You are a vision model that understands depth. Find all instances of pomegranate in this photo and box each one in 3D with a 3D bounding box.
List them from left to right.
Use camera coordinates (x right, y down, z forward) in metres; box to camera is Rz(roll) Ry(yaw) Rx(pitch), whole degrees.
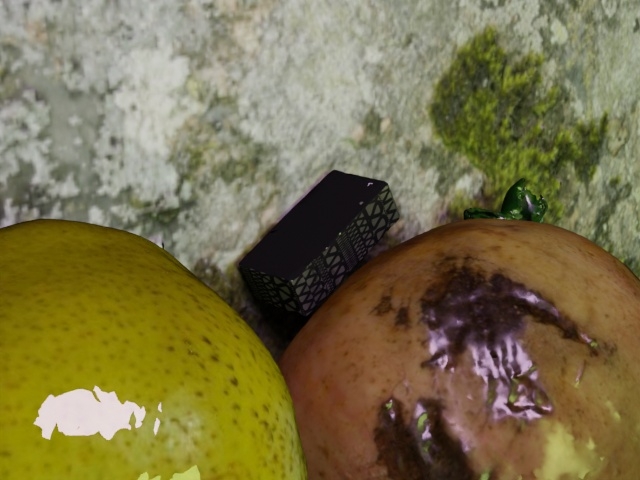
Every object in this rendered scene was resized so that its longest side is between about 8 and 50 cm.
[{"bbox_3d":[0.116,0.134,0.866,0.322,0.322,0.322,-11,106,-42],"label":"pomegranate"}]

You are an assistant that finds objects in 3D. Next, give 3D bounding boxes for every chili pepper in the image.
[{"bbox_3d":[0.157,0.057,1.042,0.098,0.061,0.224,-8,103,-38],"label":"chili pepper"}]

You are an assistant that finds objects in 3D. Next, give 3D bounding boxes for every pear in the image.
[{"bbox_3d":[-0.141,0.141,0.620,0.294,0.294,0.294,-11,106,-42],"label":"pear"}]

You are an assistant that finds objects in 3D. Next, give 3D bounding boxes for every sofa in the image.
[{"bbox_3d":[0.000,0.000,0.881,0.118,0.060,0.039,-46,134,-28],"label":"sofa"}]
